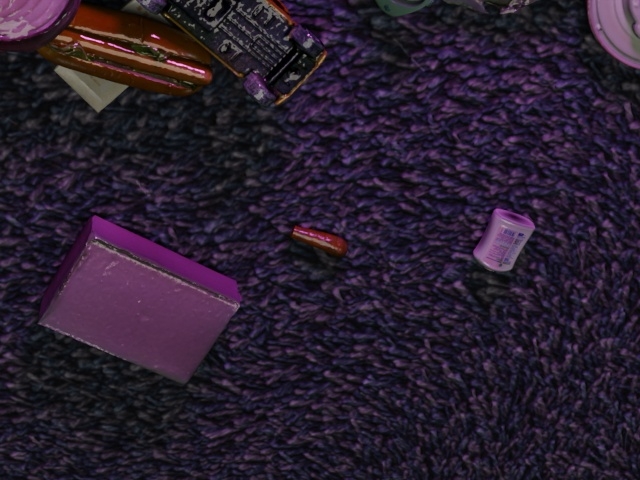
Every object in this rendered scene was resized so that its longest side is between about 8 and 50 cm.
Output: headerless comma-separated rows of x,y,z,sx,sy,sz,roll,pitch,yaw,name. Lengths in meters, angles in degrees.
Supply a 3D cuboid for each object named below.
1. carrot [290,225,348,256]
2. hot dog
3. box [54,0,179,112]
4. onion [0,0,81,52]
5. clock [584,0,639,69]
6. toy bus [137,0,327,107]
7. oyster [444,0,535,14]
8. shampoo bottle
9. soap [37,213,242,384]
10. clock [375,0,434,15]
0.000,0.000,1.957,0.093,0.032,0.032,20,114,-13,carrot
-0.267,-0.259,1.723,0.249,0.068,0.100,13,116,-13,hot dog
-0.281,-0.263,1.772,0.167,0.024,0.090,-38,116,13,box
-0.418,-0.405,1.608,0.267,0.159,0.349,14,92,-12,onion
0.498,-0.359,1.816,0.244,0.056,0.244,-3,120,-6,clock
-0.148,-0.327,1.700,0.335,0.123,0.121,38,106,-25,toy bus
0.281,-0.401,1.742,0.199,0.087,0.252,27,120,-31,oyster
0.285,0.005,1.993,0.072,0.043,0.099,17,116,-16,shampoo bottle
-0.275,0.093,1.939,0.259,0.081,0.181,25,114,-21,soap
0.123,-0.362,1.726,0.135,0.041,0.101,-3,129,42,clock
